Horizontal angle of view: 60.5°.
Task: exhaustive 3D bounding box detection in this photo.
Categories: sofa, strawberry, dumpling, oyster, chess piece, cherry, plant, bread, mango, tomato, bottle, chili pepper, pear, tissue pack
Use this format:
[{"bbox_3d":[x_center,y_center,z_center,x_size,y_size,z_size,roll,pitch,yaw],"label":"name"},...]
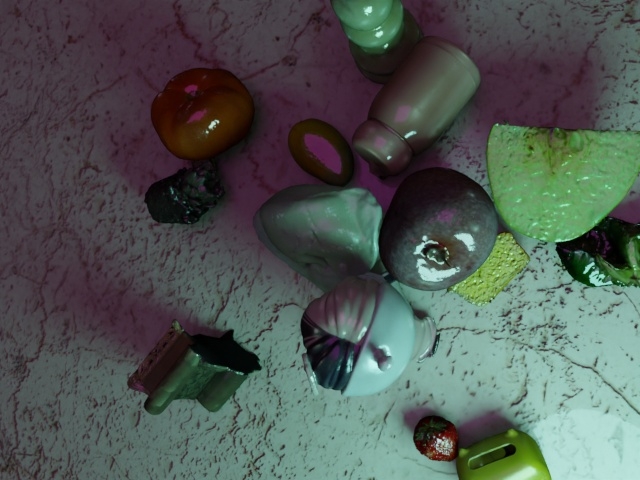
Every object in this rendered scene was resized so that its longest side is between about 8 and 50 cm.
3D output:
[{"bbox_3d":[-0.281,0.322,1.285,0.200,0.258,0.182,-49,60,7],"label":"sofa"},{"bbox_3d":[0.254,0.436,1.195,0.106,0.106,0.106,-2,84,17],"label":"strawberry"},{"bbox_3d":[0.005,-0.029,1.249,0.270,0.320,0.212,41,81,-14],"label":"dumpling"},{"bbox_3d":[-0.306,-0.211,1.459,0.086,0.029,0.132,5,83,11],"label":"oyster"},{"bbox_3d":[0.117,-0.483,1.196,0.182,0.330,0.183,-2,85,18],"label":"chess piece"},{"bbox_3d":[0.240,-0.030,1.159,0.261,0.221,0.308,-48,28,28],"label":"cherry"},{"bbox_3d":[-0.344,-0.111,1.398,0.194,0.132,0.129,-13,117,28],"label":"plant"},{"bbox_3d":[0.369,0.068,1.206,0.103,0.065,0.187,43,96,14],"label":"bread"},{"bbox_3d":[0.004,-0.211,1.330,0.130,0.092,0.195,-36,80,10],"label":"mango"},{"bbox_3d":[-0.291,-0.314,1.374,0.259,0.180,0.260,-6,55,9],"label":"tomato"},{"bbox_3d":[0.206,-0.279,1.229,0.173,0.206,0.297,36,86,17],"label":"bottle"},{"bbox_3d":[0.620,0.025,1.118,0.264,0.116,0.148,-4,95,17],"label":"chili pepper"},{"bbox_3d":[0.491,-0.115,1.146,0.287,0.139,0.239,7,89,20],"label":"pear"},{"bbox_3d":[0.369,0.470,1.123,0.178,0.123,0.127,-28,117,13],"label":"tissue pack"}]

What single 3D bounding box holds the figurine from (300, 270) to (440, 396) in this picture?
[{"bbox_3d":[0.106,0.181,1.128,0.210,0.361,0.253,3,86,27],"label":"figurine"}]
